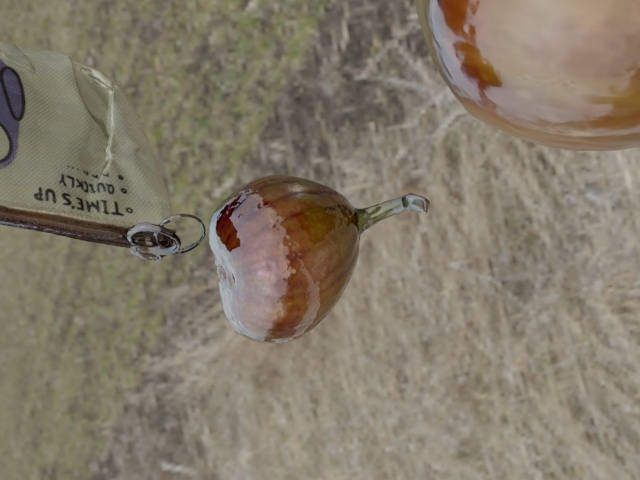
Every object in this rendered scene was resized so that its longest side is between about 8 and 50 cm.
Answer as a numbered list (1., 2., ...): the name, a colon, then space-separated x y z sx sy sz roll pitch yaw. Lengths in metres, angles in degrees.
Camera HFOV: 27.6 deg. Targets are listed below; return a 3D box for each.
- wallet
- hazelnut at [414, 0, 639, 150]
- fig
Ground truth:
1. wallet: -0.289 -0.096 1.231 0.068 0.335 0.275 -62 32 36
2. hazelnut: 0.255 -0.233 1.159 0.315 0.372 0.372 87 160 -48
3. fig: -0.028 -0.001 1.260 0.149 0.202 0.148 44 154 -16
